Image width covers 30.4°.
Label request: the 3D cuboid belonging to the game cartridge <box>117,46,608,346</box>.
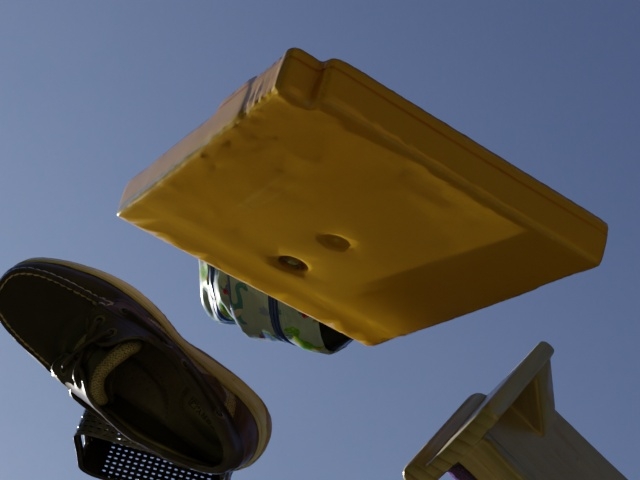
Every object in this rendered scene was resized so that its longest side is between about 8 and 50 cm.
[{"bbox_3d":[0.020,-0.019,0.959,0.285,0.052,0.324,29,-29,-21],"label":"game cartridge"}]

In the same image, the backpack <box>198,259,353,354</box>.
[{"bbox_3d":[0.000,0.000,1.524,0.273,0.355,0.290,7,-60,7],"label":"backpack"}]

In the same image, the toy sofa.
[{"bbox_3d":[0.242,0.282,1.014,0.362,0.150,0.177,44,-56,8],"label":"toy sofa"}]

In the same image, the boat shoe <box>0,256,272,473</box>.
[{"bbox_3d":[-0.173,0.107,1.024,0.285,0.092,0.103,35,-84,9],"label":"boat shoe"}]

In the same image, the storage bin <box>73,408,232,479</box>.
[{"bbox_3d":[-0.189,0.237,1.388,0.180,0.084,0.122,15,-34,4],"label":"storage bin"}]
